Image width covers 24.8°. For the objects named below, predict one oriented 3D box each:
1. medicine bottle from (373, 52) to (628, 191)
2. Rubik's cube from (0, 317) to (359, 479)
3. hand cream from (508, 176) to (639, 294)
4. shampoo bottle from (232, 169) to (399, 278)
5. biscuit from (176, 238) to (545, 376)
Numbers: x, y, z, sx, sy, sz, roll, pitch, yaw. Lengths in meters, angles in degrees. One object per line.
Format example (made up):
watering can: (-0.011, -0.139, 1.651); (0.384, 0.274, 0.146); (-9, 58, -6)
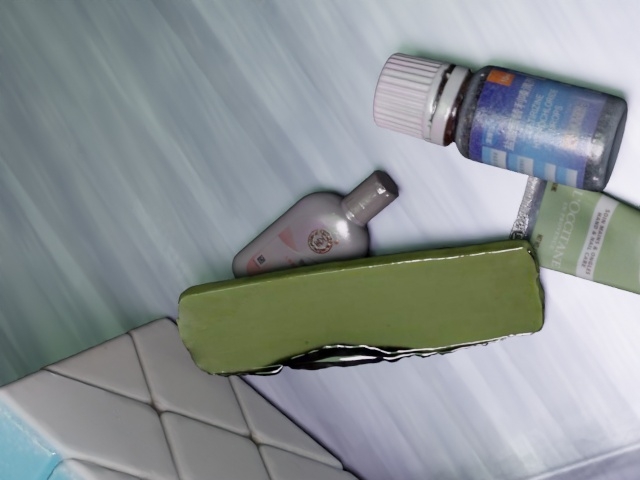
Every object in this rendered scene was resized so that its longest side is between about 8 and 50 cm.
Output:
medicine bottle: (0.147, -0.102, 1.208); (0.203, 0.083, 0.083); (16, 103, 18)
Rubik's cube: (-0.166, 0.301, 1.251); (0.322, 0.319, 0.316); (40, 109, 10)
hand cream: (0.269, 0.015, 1.203); (0.235, 0.055, 0.086); (22, 105, 22)
shampoo bottle: (0.000, 0.000, 1.294); (0.165, 0.040, 0.080); (-40, 90, 21)
biscuit: (0.033, 0.061, 1.269); (0.323, 0.038, 0.099); (-9, 114, 13)
